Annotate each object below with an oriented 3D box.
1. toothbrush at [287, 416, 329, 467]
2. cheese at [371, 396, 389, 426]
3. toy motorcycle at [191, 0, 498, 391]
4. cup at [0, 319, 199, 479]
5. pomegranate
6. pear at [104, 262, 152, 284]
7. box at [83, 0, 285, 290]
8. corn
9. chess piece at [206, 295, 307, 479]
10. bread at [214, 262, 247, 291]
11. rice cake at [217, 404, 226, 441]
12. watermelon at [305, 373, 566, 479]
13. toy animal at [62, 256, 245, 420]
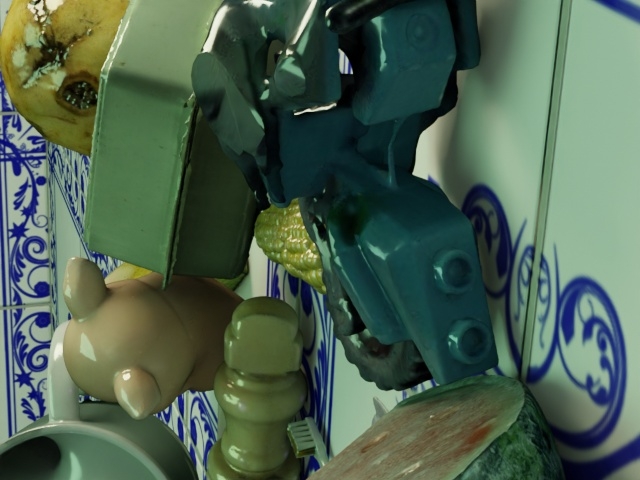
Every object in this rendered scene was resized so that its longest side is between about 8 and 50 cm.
[{"bbox_3d":[0.031,0.284,1.313,0.342,0.030,0.025,-117,23,-47],"label":"toothbrush"},{"bbox_3d":[0.067,0.239,1.138,0.135,0.052,0.244,-129,27,-66],"label":"cheese"},{"bbox_3d":[0.037,-0.094,0.976,0.232,0.172,0.416,0,103,60],"label":"toy motorcycle"},{"bbox_3d":[-0.271,0.267,1.669,0.274,0.259,0.356,-70,-23,-89],"label":"cup"},{"bbox_3d":[-0.246,-0.223,1.701,0.260,0.260,0.260,175,90,-73],"label":"pomegranate"},{"bbox_3d":[-0.205,0.096,1.799,0.178,0.178,0.178,175,90,-73],"label":"pear"},{"bbox_3d":[-0.122,-0.108,1.399,0.290,0.166,0.220,105,180,-49],"label":"box"},{"bbox_3d":[0.000,0.000,1.249,0.288,0.086,0.086,-163,70,-73],"label":"corn"},{"bbox_3d":[-0.072,0.238,1.506,0.117,0.117,0.397,-121,33,-56],"label":"chess piece"},{"bbox_3d":[-0.146,0.005,1.702,0.129,0.111,0.114,123,131,-70],"label":"bread"},{"bbox_3d":[-0.094,0.204,1.681,0.080,0.042,0.221,-129,39,-64],"label":"rice cake"},{"bbox_3d":[0.058,0.200,0.910,0.148,0.226,0.318,64,-177,-2],"label":"watermelon"},{"bbox_3d":[-0.163,0.102,1.513,0.166,0.250,0.154,43,114,19],"label":"toy animal"}]
